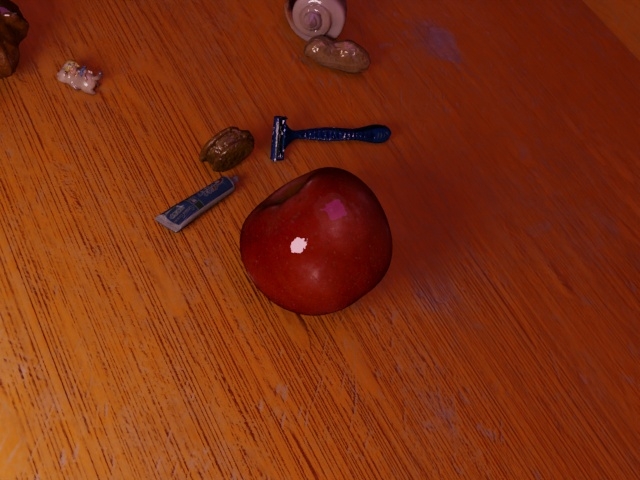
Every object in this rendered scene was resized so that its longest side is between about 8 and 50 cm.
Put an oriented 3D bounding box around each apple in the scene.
[{"bbox_3d":[0.000,0.000,1.241,0.216,0.260,0.260,53,44,-14],"label":"apple"}]

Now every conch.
[{"bbox_3d":[0.006,-0.553,1.804,0.255,0.158,0.127,-41,122,-60],"label":"conch"}]

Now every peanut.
[{"bbox_3d":[0.043,-0.450,1.751,0.175,0.080,0.080,7,51,-24],"label":"peanut"}]

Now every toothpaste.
[{"bbox_3d":[-0.217,-0.073,1.339,0.057,0.034,0.197,31,45,21],"label":"toothpaste"}]

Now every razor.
[{"bbox_3d":[0.022,-0.231,1.583,0.324,0.093,0.056,-9,23,-37],"label":"razor"}]

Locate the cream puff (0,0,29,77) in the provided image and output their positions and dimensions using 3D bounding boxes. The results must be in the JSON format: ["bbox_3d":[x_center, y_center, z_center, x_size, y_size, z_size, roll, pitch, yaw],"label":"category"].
[{"bbox_3d":[-0.651,-0.381,1.290,0.241,0.155,0.269,-18,70,-31],"label":"cream puff"}]

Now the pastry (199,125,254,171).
[{"bbox_3d":[-0.179,-0.175,1.399,0.109,0.097,0.057,-38,85,-4],"label":"pastry"}]

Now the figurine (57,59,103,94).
[{"bbox_3d":[-0.463,-0.321,1.403,0.083,0.050,0.047,17,42,-15],"label":"figurine"}]
